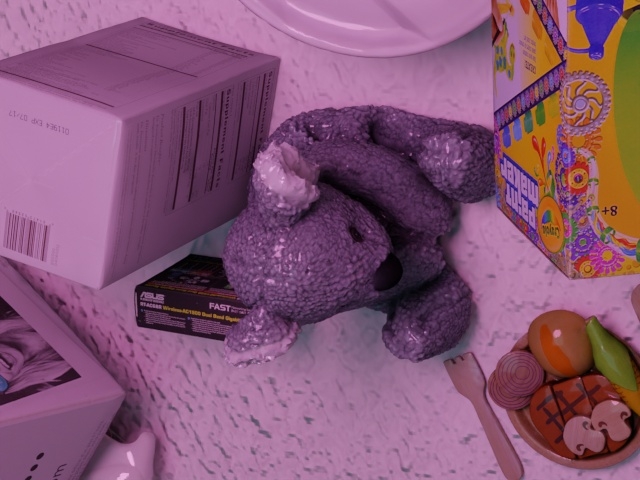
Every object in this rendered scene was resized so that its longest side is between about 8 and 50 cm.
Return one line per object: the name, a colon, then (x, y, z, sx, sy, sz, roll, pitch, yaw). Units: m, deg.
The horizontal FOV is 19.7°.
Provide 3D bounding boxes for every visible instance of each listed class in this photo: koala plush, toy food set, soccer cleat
koala plush: (0.000, 0.000, 1.373, 0.203, 0.221, 0.196, 21, 115, 20)
toy food set: (0.192, 0.118, 1.419, 0.192, 0.038, 0.132, -25, 94, 31)
soccer cleat: (-0.227, 0.184, 1.645, 0.196, 0.068, 0.076, 13, 81, 31)

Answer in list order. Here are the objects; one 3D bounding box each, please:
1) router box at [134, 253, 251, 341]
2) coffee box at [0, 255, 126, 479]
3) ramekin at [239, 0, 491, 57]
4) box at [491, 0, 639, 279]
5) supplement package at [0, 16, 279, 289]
router box: (-0.076, 0.048, 1.502, 0.122, 0.092, 0.038, 7, 109, 25)
coffee box: (-0.442, 0.161, 1.540, 0.338, 0.334, 0.337, 45, 121, 25)
ramekin: (0.042, -0.274, 1.293, 0.273, 0.127, 0.273, 10, 123, 16)
box: (0.266, -0.143, 1.147, 0.290, 0.177, 0.279, -6, 107, -8)
supplement package: (-0.151, -0.074, 1.412, 0.139, 0.244, 0.133, 19, 113, 22)
